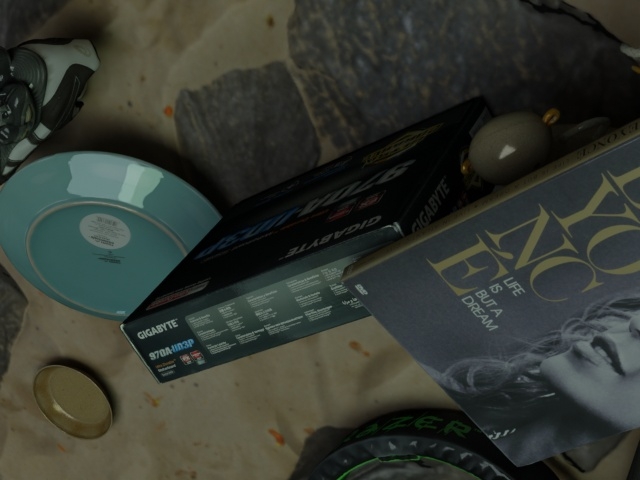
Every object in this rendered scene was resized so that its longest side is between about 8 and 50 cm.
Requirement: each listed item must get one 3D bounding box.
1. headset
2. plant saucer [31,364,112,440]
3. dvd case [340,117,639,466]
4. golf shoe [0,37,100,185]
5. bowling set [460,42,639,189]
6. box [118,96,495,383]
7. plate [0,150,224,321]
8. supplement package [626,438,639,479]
[{"bbox_3d":[0.128,0.318,0.925,0.243,0.185,0.394,-10,100,32],"label":"headset"},{"bbox_3d":[-0.220,0.143,1.024,0.083,0.015,0.083,12,123,18],"label":"plant saucer"},{"bbox_3d":[0.143,0.031,0.573,0.221,0.018,0.164,-28,115,34],"label":"dvd case"},{"bbox_3d":[-0.217,-0.094,0.841,0.198,0.094,0.077,-19,98,60],"label":"golf shoe"},{"bbox_3d":[0.236,-0.032,0.569,0.287,0.154,0.200,-37,62,35],"label":"bowling set"},{"bbox_3d":[0.000,0.000,0.732,0.220,0.175,0.051,-21,109,34],"label":"box"},{"bbox_3d":[-0.159,0.009,0.868,0.188,0.024,0.188,5,137,5],"label":"plate"},{"bbox_3d":[0.281,0.202,0.689,0.199,0.198,0.263,15,134,14],"label":"supplement package"}]
